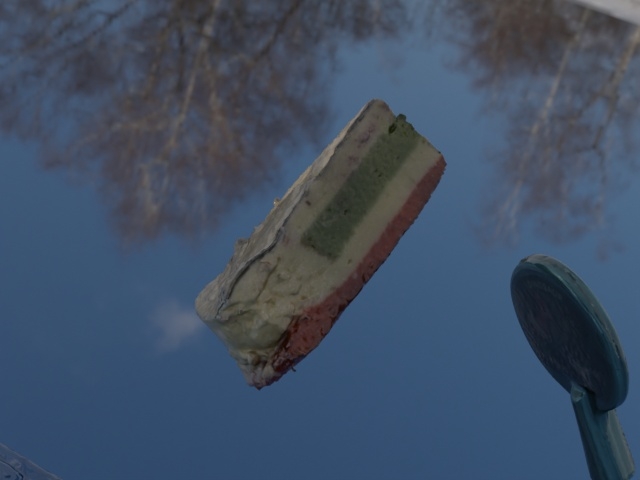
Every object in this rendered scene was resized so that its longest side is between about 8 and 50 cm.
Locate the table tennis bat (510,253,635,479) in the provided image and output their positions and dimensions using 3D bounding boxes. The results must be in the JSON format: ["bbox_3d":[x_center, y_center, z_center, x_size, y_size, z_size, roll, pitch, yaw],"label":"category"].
[{"bbox_3d":[0.195,0.099,0.994,0.033,0.201,0.124,-28,-157,-16],"label":"table tennis bat"}]

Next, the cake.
[{"bbox_3d":[0.001,0.007,0.958,0.086,0.220,0.117,43,-174,-16],"label":"cake"}]

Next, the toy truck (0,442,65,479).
[{"bbox_3d":[-0.120,0.218,0.600,0.385,0.162,0.161,32,-146,-4],"label":"toy truck"}]
